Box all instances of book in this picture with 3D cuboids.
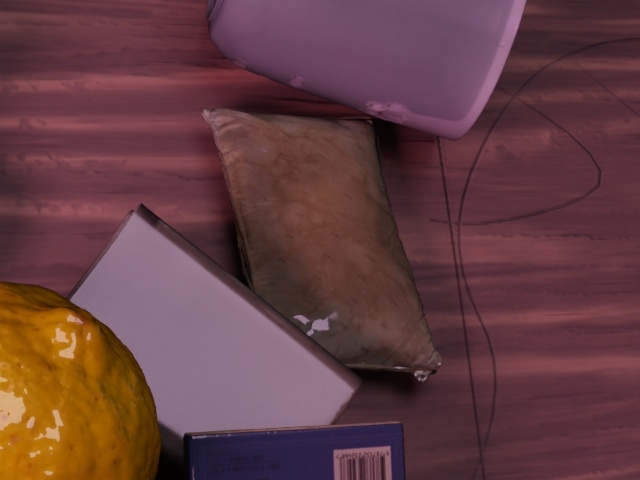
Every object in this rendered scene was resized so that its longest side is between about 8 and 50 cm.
[{"bbox_3d":[-0.015,0.282,1.485,0.191,0.025,0.269,-1,86,-25],"label":"book"}]

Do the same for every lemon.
[{"bbox_3d":[-0.254,0.170,1.379,0.253,0.310,0.253,37,14,-11],"label":"lemon"}]

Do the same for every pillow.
[{"bbox_3d":[0.000,0.000,1.745,0.185,0.075,0.302,3,54,-26],"label":"pillow"}]

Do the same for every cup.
[{"bbox_3d":[0.039,-0.279,1.880,0.274,0.259,0.357,16,19,-11],"label":"cup"}]

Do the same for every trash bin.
[{"bbox_3d":[-0.106,0.110,1.562,0.240,0.122,0.164,35,71,-2],"label":"trash bin"}]
